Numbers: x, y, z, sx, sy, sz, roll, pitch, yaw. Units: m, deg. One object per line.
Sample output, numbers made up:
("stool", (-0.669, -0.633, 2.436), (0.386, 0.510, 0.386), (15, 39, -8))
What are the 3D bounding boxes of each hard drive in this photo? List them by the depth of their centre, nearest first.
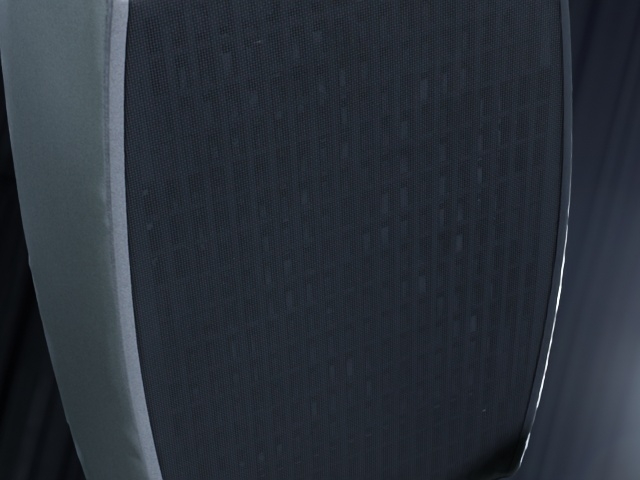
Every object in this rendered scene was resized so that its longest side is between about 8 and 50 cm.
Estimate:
("hard drive", (0.000, 0.000, 0.465), (0.172, 0.254, 0.054), (-18, 41, -18))
